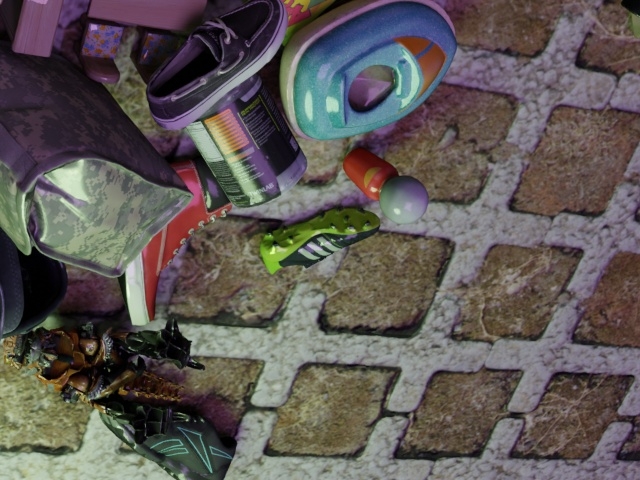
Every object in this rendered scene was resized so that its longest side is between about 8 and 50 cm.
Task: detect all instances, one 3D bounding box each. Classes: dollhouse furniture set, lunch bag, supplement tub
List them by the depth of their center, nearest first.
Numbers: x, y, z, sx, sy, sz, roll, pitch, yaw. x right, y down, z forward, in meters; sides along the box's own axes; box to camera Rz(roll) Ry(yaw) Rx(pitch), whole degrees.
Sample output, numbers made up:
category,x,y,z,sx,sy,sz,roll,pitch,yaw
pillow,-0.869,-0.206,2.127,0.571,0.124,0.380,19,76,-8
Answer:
category,x,y,z,sx,sy,sz,roll,pitch,yaw
lunch bag,-0.318,-0.103,1.481,0.169,0.235,0.287,-45,156,9
dollhouse furniture set,-0.239,-0.281,1.503,0.242,0.161,0.212,5,120,-28
supplement tub,-0.107,-0.146,1.676,0.117,0.117,0.190,-31,115,-2

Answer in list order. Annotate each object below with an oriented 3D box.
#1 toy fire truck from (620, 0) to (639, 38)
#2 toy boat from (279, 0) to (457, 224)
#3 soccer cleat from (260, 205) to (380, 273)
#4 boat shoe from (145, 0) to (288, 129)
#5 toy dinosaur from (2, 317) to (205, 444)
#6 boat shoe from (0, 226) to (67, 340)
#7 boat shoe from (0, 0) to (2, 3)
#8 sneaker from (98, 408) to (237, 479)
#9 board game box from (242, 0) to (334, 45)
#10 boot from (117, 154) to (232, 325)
category,x,y,z,sx,sy,sz,roll,pitch,yaw
toy fire truck,0.449,-0.344,1.762,0.246,0.217,0.158,11,118,-47
toy boat,0.082,-0.171,1.726,0.268,0.148,0.318,-28,136,-22
soccer cleat,0.000,0.000,1.889,0.179,0.060,0.072,-15,138,-7
boat shoe,-0.120,-0.224,1.556,0.219,0.078,0.070,-48,156,-18
toy dinosaur,-0.289,0.173,1.812,0.322,0.218,0.164,-9,103,-57
boat shoe,-0.423,0.039,1.479,0.156,0.500,0.186,-7,86,9
boat shoe,-0.453,-0.247,1.277,0.277,0.098,0.096,-13,129,-16
sneaker,-0.228,0.292,1.977,0.106,0.101,0.267,-53,132,-9
board game box,-0.011,-0.341,1.645,0.181,0.043,0.092,-41,130,6
boot,-0.192,0.000,1.778,0.176,0.088,0.244,-10,123,-20
